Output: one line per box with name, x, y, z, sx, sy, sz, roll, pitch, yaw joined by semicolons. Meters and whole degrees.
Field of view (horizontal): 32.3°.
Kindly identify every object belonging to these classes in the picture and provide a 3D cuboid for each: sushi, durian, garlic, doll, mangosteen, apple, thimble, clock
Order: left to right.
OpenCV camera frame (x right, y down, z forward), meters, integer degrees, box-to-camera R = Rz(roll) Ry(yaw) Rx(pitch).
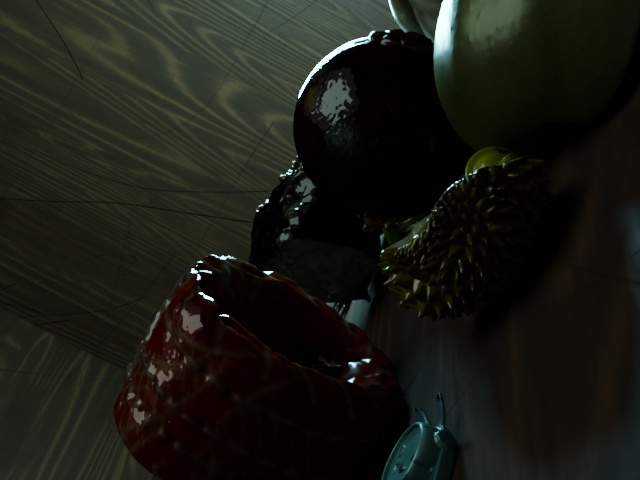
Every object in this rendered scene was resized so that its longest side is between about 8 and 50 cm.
thimble;-0.080;0.200;1.463;0.231;0.350;0.350;-58;8;14
sushi;0.000;0.000;1.944;0.348;0.234;0.208;139;142;-56
mangosteen;0.105;-0.139;1.695;0.306;0.306;0.360;-86;3;-72
clock;0.106;0.240;1.200;0.108;0.045;0.147;-49;14;55
garlic;0.253;-0.446;2.014;0.237;0.292;0.210;40;113;42
durian;0.178;0.005;1.265;0.250;0.183;0.138;124;140;-51
doll;0.203;-0.049;1.404;0.129;0.081;0.207;-24;-22;-27
apple;0.293;-0.285;1.394;0.320;0.311;0.360;-3;66;33

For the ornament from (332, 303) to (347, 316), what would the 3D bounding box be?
ornament;0.048;0.103;2.169;0.125;0.028;0.073;-66;7;-16
